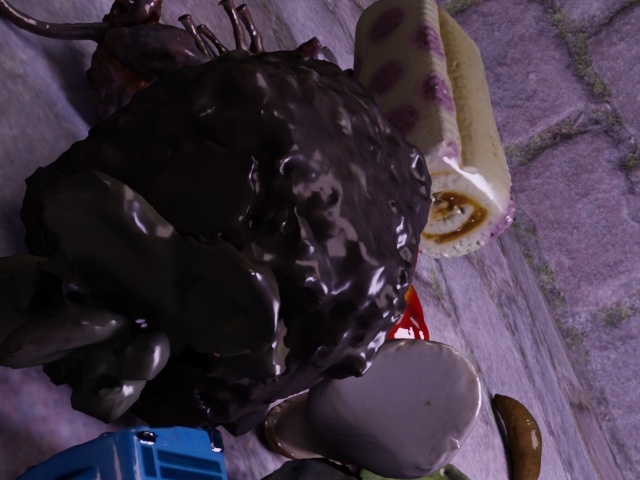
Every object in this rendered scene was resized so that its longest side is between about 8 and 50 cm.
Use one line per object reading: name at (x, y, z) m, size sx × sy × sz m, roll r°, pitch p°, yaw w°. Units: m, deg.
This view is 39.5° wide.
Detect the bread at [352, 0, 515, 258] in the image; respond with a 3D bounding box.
bread at (0.129, -0.153, 1.119) m, size 0.187 × 0.155 × 0.338 m, roll 36°, pitch 38°, yaw -34°

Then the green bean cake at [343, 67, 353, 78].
green bean cake at (0.039, -0.120, 1.195) m, size 0.183 × 0.094 × 0.185 m, roll 58°, pitch 19°, yaw -18°

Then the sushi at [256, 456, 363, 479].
sushi at (0.029, 0.244, 0.580) m, size 0.115 × 0.147 × 0.213 m, roll 37°, pitch 26°, yaw -49°

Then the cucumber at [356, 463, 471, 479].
cucumber at (0.079, 0.252, 0.813) m, size 0.115 × 0.086 × 0.193 m, roll 21°, pitch 14°, yaw 14°

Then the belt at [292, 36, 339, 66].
belt at (0.035, -0.214, 1.385) m, size 0.232 × 0.053 × 0.071 m, roll 54°, pitch 28°, yaw -26°

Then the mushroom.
mushroom at (0.035, 0.124, 0.657) m, size 0.116 × 0.225 × 0.093 m, roll 19°, pitch 71°, yaw -10°

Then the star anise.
star anise at (-0.198, -0.174, 0.638) m, size 0.227 × 0.148 × 0.219 m, roll 4°, pitch 93°, yaw -39°

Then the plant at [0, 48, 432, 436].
plant at (-0.066, 0.012, 0.530) m, size 0.213 × 0.215 × 0.312 m, roll 56°, pitch 26°, yaw -11°

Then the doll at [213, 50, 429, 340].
doll at (-0.001, 0.000, 0.797) m, size 0.363 × 0.160 × 0.183 m, roll 57°, pitch 37°, yaw -19°

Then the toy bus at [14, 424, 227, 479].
toy bus at (-0.087, 0.184, 0.435) m, size 0.106 × 0.090 × 0.185 m, roll 32°, pitch 36°, yaw -54°

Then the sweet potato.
sweet potato at (0.320, 0.336, 1.398) m, size 0.069 × 0.059 × 0.250 m, roll 31°, pitch 34°, yaw -23°

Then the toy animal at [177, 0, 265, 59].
toy animal at (-0.076, -0.160, 0.941) m, size 0.214 × 0.093 × 0.186 m, roll -59°, pitch 129°, yaw -78°
